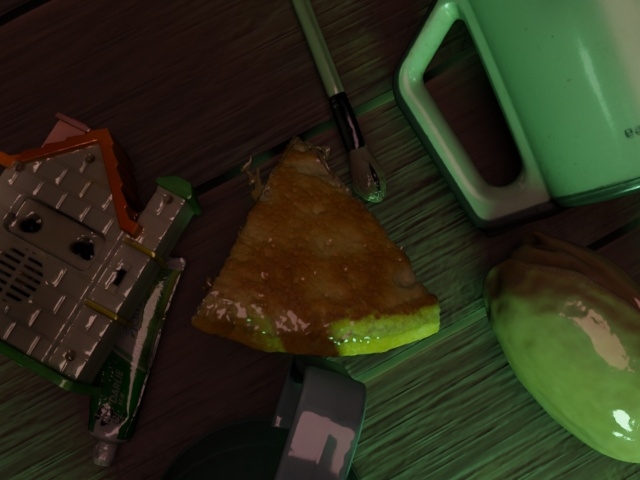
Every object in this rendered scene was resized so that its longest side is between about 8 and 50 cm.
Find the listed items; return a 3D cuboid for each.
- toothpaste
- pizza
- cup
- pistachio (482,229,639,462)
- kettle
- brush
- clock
[{"bbox_3d":[-0.218,0.131,0.833,0.078,0.047,0.248,14,84,2],"label":"toothpaste"},{"bbox_3d":[0.000,0.000,0.805,0.280,0.075,0.288,10,50,-18],"label":"pizza"},{"bbox_3d":[-0.033,0.303,0.701,0.331,0.311,0.257,-43,91,-6],"label":"cup"},{"bbox_3d":[0.302,0.126,0.817,0.293,0.181,0.162,50,47,-3],"label":"pistachio"},{"bbox_3d":[0.251,-0.223,0.812,0.361,0.250,0.377,-20,91,15],"label":"kettle"},{"bbox_3d":[0.016,-0.185,0.871,0.039,0.042,0.299,-22,87,29],"label":"brush"},{"bbox_3d":[-0.280,0.005,0.797,0.220,0.106,0.255,28,77,8],"label":"clock"}]
